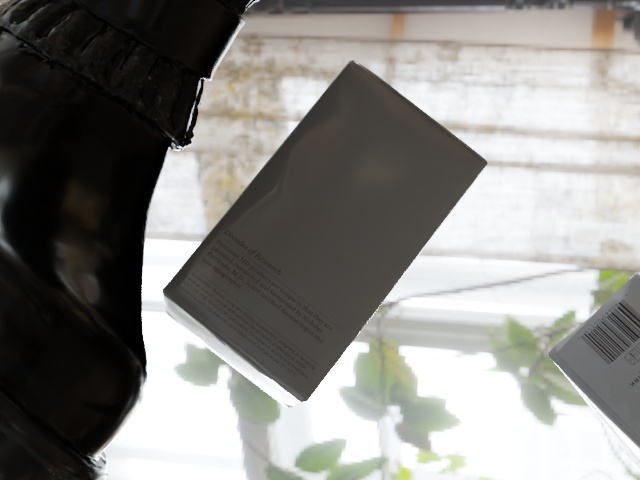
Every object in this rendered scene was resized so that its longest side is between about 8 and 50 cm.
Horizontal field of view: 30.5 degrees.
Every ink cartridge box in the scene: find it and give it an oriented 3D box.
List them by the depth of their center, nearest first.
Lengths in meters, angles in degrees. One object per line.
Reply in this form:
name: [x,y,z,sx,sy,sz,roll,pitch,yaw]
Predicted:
ink cartridge box: [0.412,0.221,1.221,0.130,0.272,0.309,-42,-41,1]

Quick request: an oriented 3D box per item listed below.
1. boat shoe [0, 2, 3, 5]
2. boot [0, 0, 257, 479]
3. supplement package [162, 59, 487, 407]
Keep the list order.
boat shoe: [-0.294,-0.224,1.325,0.170,0.059,0.063,8,-81,-33]
boot: [-0.085,-0.072,0.537,0.131,0.260,0.348,47,-173,-39]
supplement package: [0.000,0.000,0.713,0.179,0.105,0.105,-52,-2,-11]
